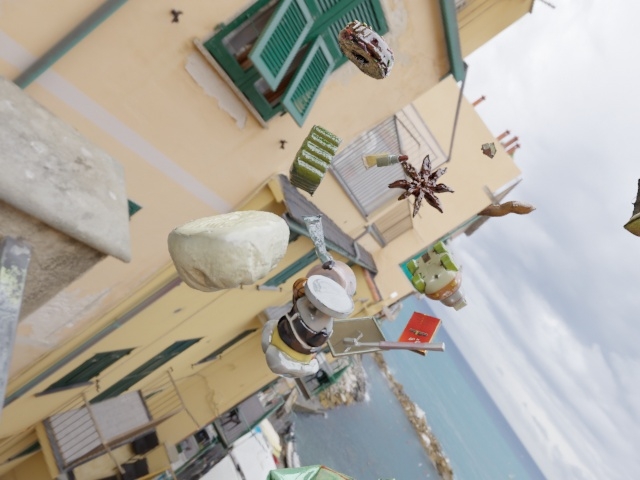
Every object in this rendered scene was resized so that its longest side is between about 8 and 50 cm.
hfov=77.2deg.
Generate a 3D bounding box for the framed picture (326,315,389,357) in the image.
[{"bbox_3d":[0.110,0.311,1.310,0.150,0.203,0.015,-119,-146,-50],"label":"framed picture"}]

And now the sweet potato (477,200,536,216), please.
[{"bbox_3d":[0.733,-0.124,1.581,0.051,0.218,0.065,-68,149,-58],"label":"sweet potato"}]

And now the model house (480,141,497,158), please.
[{"bbox_3d":[0.680,-0.361,1.619,0.083,0.057,0.058,1,75,-77],"label":"model house"}]

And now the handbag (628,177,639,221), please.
[{"bbox_3d":[1.097,-0.173,1.288,0.088,0.270,0.175,31,-17,-7],"label":"handbag"}]

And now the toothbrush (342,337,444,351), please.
[{"bbox_3d":[0.130,0.194,0.745,0.014,0.194,0.017,-59,139,-49],"label":"toothbrush"}]

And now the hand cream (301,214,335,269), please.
[{"bbox_3d":[0.001,0.000,1.411,0.075,0.052,0.248,16,44,-39],"label":"hand cream"}]

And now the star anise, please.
[{"bbox_3d":[0.411,-0.223,1.640,0.288,0.288,0.088,57,-4,12],"label":"star anise"}]

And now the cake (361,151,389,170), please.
[{"bbox_3d":[0.233,-0.354,1.698,0.065,0.121,0.052,58,13,-16],"label":"cake"}]

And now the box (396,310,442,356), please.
[{"bbox_3d":[0.300,0.278,1.210,0.090,0.133,0.023,14,-43,35],"label":"box"}]

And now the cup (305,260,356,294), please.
[{"bbox_3d":[0.023,0.203,1.574,0.191,0.253,0.200,21,2,12],"label":"cup"}]

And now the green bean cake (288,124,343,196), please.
[{"bbox_3d":[-0.032,-0.350,1.762,0.156,0.247,0.250,28,-9,-7],"label":"green bean cake"}]

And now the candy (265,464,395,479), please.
[{"bbox_3d":[0.053,0.746,1.138,0.263,0.397,0.172,64,31,-33],"label":"candy"}]

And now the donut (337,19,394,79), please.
[{"bbox_3d":[0.185,-0.760,1.606,0.269,0.103,0.270,37,6,-4],"label":"donut"}]

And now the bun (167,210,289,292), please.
[{"bbox_3d":[-0.272,0.036,1.210,0.360,0.359,0.211,-94,175,-75],"label":"bun"}]

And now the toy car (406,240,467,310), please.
[{"bbox_3d":[0.411,0.141,1.325,0.235,0.145,0.235,46,17,-19],"label":"toy car"}]

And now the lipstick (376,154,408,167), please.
[{"bbox_3d":[0.218,-0.238,1.185,0.129,0.030,0.030,7,-74,59],"label":"lipstick"}]

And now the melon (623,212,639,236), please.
[{"bbox_3d":[0.821,-0.071,0.949,0.079,0.160,0.128,49,-8,17],"label":"melon"}]

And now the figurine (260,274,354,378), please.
[{"bbox_3d":[-0.043,0.194,0.902,0.133,0.236,0.176,17,26,-34],"label":"figurine"}]
